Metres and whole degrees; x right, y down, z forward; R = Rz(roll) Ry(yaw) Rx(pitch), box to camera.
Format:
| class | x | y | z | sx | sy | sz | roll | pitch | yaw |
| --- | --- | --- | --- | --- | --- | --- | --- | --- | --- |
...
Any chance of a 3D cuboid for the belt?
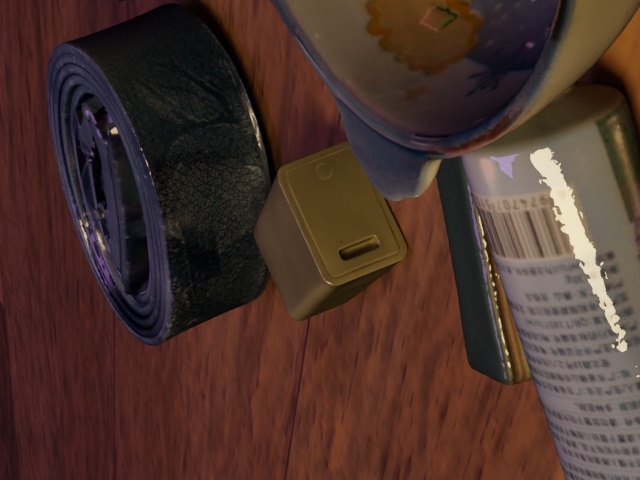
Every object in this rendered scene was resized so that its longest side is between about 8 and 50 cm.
| class | x | y | z | sx | sy | sz | roll | pitch | yaw |
| --- | --- | --- | --- | --- | --- | --- | --- | --- | --- |
| belt | -0.084 | -0.033 | 1.033 | 0.141 | 0.082 | 0.190 | 47 | 150 | 41 |

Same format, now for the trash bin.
| class | x | y | z | sx | sy | sz | roll | pitch | yaw |
| --- | --- | --- | --- | --- | --- | --- | --- | --- | --- |
| trash bin | 0.000 | 0.000 | 0.904 | 0.061 | 0.043 | 0.092 | 65 | 161 | 10 |

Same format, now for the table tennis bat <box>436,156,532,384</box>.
| class | x | y | z | sx | sy | sz | roll | pitch | yaw |
| --- | --- | --- | --- | --- | --- | --- | --- | --- | --- |
| table tennis bat | 0.046 | -0.085 | 0.725 | 0.173 | 0.022 | 0.301 | 26 | 133 | 61 |

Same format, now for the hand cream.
| class | x | y | z | sx | sy | sz | roll | pitch | yaw |
| --- | --- | --- | --- | --- | --- | --- | --- | --- | --- |
| hand cream | 0.104 | 0.054 | 0.674 | 0.091 | 0.058 | 0.271 | 7 | 121 | 55 |

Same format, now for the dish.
| class | x | y | z | sx | sy | sz | roll | pitch | yaw |
| --- | --- | --- | --- | --- | --- | --- | --- | --- | --- |
| dish | 0.042 | -0.143 | 0.574 | 0.228 | 0.086 | 0.236 | 56 | 150 | 29 |
